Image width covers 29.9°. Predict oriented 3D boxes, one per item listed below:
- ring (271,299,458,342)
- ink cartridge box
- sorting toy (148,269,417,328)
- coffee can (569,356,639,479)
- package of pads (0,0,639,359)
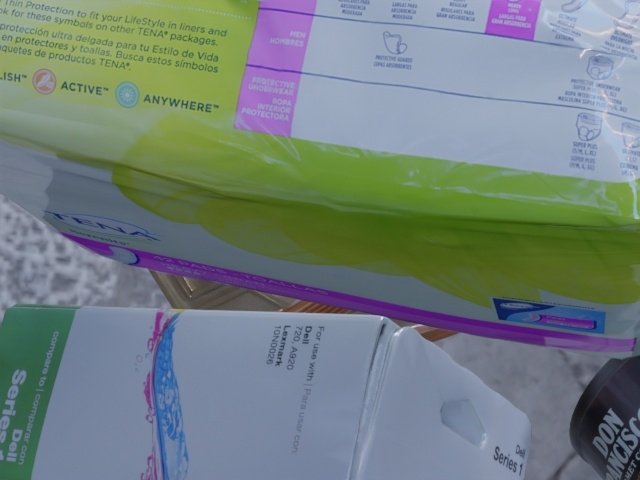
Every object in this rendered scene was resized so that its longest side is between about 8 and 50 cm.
[{"bbox_3d":[0.102,0.025,0.892,0.336,0.336,0.032,-10,71,-29],"label":"ring"},{"bbox_3d":[-0.041,0.126,0.728,0.278,0.201,0.117,0,67,33],"label":"ink cartridge box"},{"bbox_3d":[0.000,0.000,1.090,0.229,0.307,0.041,61,14,-14],"label":"sorting toy"},{"bbox_3d":[0.401,0.232,1.143,0.201,0.201,0.275,-9,40,-28],"label":"coffee can"},{"bbox_3d":[-0.004,-0.041,0.468,0.296,0.229,0.101,10,76,15],"label":"package of pads"}]
